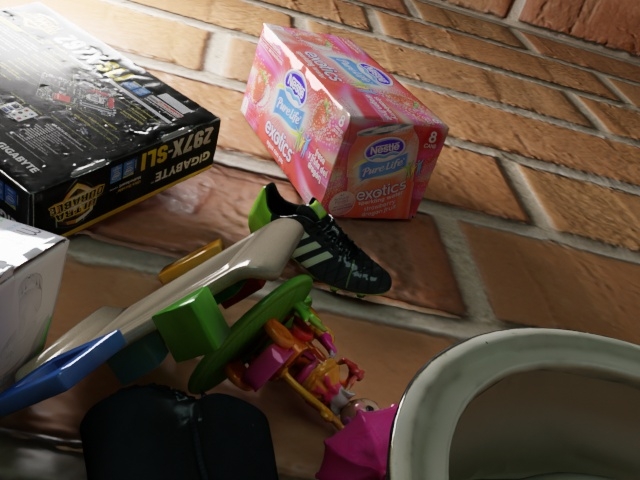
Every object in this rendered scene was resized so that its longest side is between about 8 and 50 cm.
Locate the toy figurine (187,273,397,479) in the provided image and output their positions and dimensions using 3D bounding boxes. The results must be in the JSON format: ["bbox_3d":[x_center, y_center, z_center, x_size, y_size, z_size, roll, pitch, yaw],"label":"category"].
[{"bbox_3d":[0.004,0.127,0.598,0.159,0.130,0.173,45,9,12],"label":"toy figurine"}]

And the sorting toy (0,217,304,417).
[{"bbox_3d":[-0.104,0.052,0.571,0.047,0.196,0.348,63,10,-8],"label":"sorting toy"}]

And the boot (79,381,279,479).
[{"bbox_3d":[-0.122,0.179,0.422,0.246,0.094,0.207,4,33,-26],"label":"boot"}]

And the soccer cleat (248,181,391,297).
[{"bbox_3d":[0.000,0.000,0.808,0.178,0.072,0.060,28,31,16],"label":"soccer cleat"}]

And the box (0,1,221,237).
[{"bbox_3d":[-0.315,-0.145,0.827,0.322,0.079,0.257,33,38,19],"label":"box"}]

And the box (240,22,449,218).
[{"bbox_3d":[0.021,-0.167,1.026,0.154,0.142,0.300,2,34,-29],"label":"box"}]

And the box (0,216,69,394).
[{"bbox_3d":[-0.308,0.044,0.439,0.231,0.127,0.262,18,12,-5],"label":"box"}]

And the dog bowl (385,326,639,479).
[{"bbox_3d":[0.211,0.240,0.459,0.407,0.150,0.408,14,30,-8],"label":"dog bowl"}]
